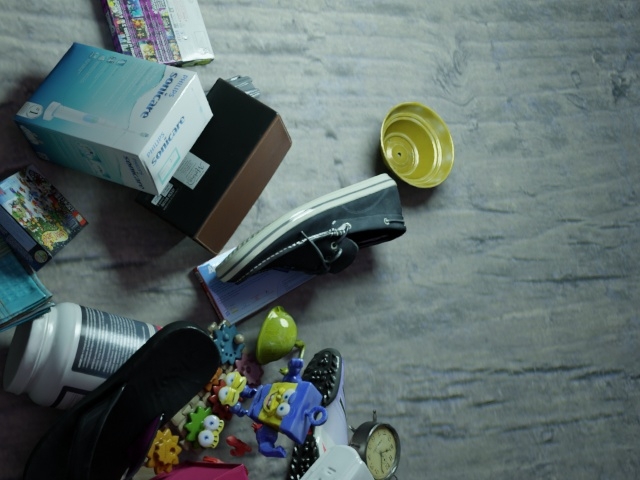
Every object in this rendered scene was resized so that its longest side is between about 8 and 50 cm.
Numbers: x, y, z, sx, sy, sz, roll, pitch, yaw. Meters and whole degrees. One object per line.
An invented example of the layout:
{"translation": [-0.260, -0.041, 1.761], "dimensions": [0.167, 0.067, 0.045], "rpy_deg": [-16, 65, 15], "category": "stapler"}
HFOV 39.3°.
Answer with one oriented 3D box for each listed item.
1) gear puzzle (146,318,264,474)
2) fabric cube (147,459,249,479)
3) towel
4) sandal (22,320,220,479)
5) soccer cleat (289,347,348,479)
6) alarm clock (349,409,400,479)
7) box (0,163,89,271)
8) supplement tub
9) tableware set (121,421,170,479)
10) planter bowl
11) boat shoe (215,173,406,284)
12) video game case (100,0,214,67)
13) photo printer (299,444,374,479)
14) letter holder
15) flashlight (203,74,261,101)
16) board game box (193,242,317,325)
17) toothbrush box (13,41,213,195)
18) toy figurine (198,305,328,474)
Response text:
{"translation": [-0.234, 0.314, 1.763], "dimensions": [0.339, 0.044, 0.175], "rpy_deg": [-49, 118, -38], "category": "gear puzzle"}
{"translation": [-0.248, 0.568, 1.607], "dimensions": [0.259, 0.254, 0.258], "rpy_deg": [-22, 91, -33], "category": "fabric cube"}
{"translation": [-0.668, 0.035, 1.532], "dimensions": [0.271, 0.040, 0.370], "rpy_deg": [-28, 64, -33], "category": "towel"}
{"translation": [-0.347, 0.326, 1.532], "dimensions": [0.167, 0.107, 0.445], "rpy_deg": [41, 89, -28], "category": "sandal"}
{"translation": [0.013, 0.391, 1.913], "dimensions": [0.116, 0.109, 0.318], "rpy_deg": [27, 63, -43], "category": "soccer cleat"}
{"translation": [0.124, 0.476, 1.960], "dimensions": [0.129, 0.064, 0.192], "rpy_deg": [-47, 118, -41], "category": "alarm clock"}
{"translation": [-0.524, -0.047, 1.640], "dimensions": [0.044, 0.233, 0.159], "rpy_deg": [-40, 102, 11], "category": "box"}
{"translation": [-0.417, 0.223, 1.639], "dimensions": [0.272, 0.191, 0.191], "rpy_deg": [19, 69, -26], "category": "supplement tub"}
{"translation": [-0.359, 0.401, 1.729], "dimensions": [0.141, 0.020, 0.168], "rpy_deg": [16, 70, -26], "category": "tableware set"}
{"translation": [0.214, -0.220, 2.182], "dimensions": [0.217, 0.090, 0.217], "rpy_deg": [8, 73, -28], "category": "planter bowl"}
{"translation": [0.000, 0.000, 1.917], "dimensions": [0.500, 0.187, 0.156], "rpy_deg": [-23, 84, -38], "category": "boat shoe"}
{"translation": [-0.358, -0.483, 1.942], "dimensions": [0.210, 0.042, 0.232], "rpy_deg": [-16, 86, -32], "category": "video game case"}
{"translation": [0.034, 0.599, 1.801], "dimensions": [0.256, 0.107, 0.307], "rpy_deg": [-45, 129, -26], "category": "photo printer"}
{"translation": [-0.208, -0.143, 1.855], "dimensions": [0.152, 0.214, 0.301], "rpy_deg": [32, 85, 13], "category": "letter holder"}
{"translation": [-0.259, -0.262, 1.913], "dimensions": [0.304, 0.103, 0.103], "rpy_deg": [-26, 120, -34], "category": "flashlight"}
{"translation": [-0.127, 0.064, 1.947], "dimensions": [0.281, 0.027, 0.145], "rpy_deg": [-28, 94, -33], "category": "board game box"}
{"translation": [-0.392, -0.237, 1.715], "dimensions": [0.296, 0.126, 0.216], "rpy_deg": [16, 61, 22], "category": "toothbrush box"}
{"translation": [-0.054, 0.320, 1.779], "dimensions": [0.191, 0.217, 0.362], "rpy_deg": [52, 54, -39], "category": "toy figurine"}
